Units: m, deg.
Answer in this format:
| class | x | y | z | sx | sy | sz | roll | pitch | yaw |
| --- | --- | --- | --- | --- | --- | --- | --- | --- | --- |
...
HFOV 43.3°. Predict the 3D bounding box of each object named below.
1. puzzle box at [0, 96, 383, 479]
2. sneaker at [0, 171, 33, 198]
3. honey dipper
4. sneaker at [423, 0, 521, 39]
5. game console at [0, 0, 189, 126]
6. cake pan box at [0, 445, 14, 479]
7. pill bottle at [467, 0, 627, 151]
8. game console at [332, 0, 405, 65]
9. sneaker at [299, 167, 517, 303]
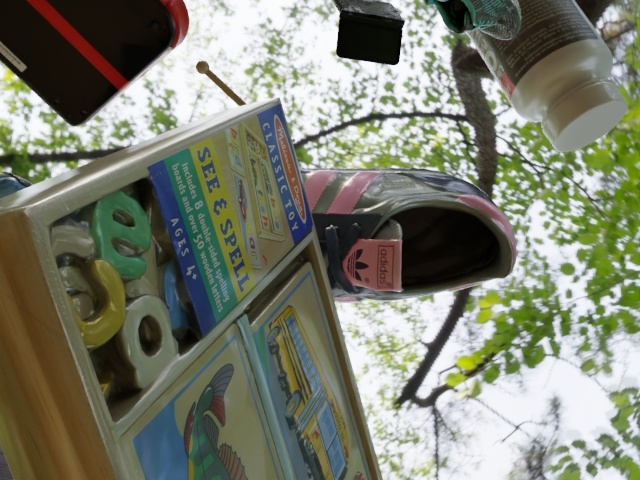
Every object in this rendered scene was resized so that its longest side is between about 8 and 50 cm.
| class | x | y | z | sx | sy | sz | roll | pitch | yaw |
| --- | --- | --- | --- | --- | --- | --- | --- | --- | --- |
| puzzle box | -0.034 | 0.141 | 0.453 | 0.052 | 0.272 | 0.409 | -10 | -75 | 20 |
| sneaker | -0.270 | 0.021 | 0.613 | 0.162 | 0.063 | 0.073 | -50 | -147 | 2 |
| honey dipper | -0.099 | -0.173 | 1.031 | 0.160 | 0.030 | 0.030 | 44 | -73 | -1 |
| sneaker | 0.161 | -0.253 | 0.881 | 0.065 | 0.166 | 0.076 | -10 | -116 | 46 |
| game console | -0.445 | -0.406 | 1.339 | 0.342 | 0.060 | 0.386 | -29 | -63 | 33 |
| cake pan box | -0.273 | 0.203 | 0.897 | 0.266 | 0.246 | 0.070 | 3 | -50 | 18 |
| pill bottle | 0.373 | -0.312 | 1.347 | 0.176 | 0.176 | 0.319 | -34 | -116 | 21 |
| game console | 0.077 | -0.366 | 1.391 | 0.107 | 0.122 | 0.071 | -112 | -146 | -44 |
| sneaker | 0.000 | 0.000 | 0.624 | 0.318 | 0.131 | 0.112 | -8 | -71 | -14 |
